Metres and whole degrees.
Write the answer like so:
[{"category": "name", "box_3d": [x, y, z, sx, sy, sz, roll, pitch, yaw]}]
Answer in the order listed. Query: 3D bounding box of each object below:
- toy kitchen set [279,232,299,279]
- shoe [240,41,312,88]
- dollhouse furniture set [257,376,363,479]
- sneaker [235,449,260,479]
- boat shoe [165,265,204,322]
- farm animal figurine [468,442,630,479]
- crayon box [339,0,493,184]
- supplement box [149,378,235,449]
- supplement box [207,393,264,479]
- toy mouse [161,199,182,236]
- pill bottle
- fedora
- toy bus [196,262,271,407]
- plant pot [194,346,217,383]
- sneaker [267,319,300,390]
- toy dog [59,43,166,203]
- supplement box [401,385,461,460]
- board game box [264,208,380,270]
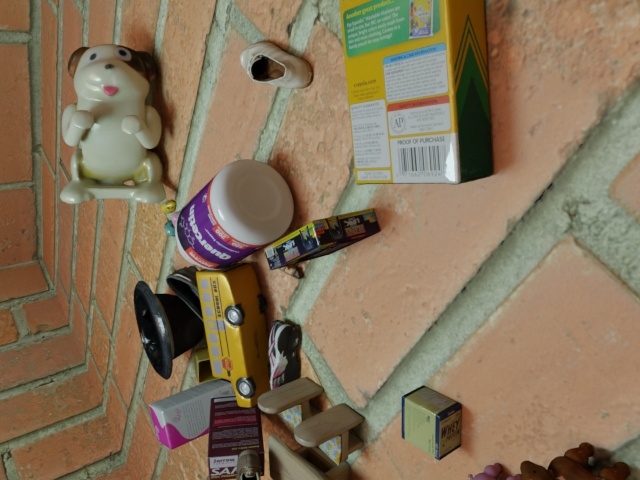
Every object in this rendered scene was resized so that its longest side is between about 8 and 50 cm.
[{"category": "toy kitchen set", "box_3d": [-0.060, 0.037, 1.162, 0.068, 0.075, 0.083, 31, 174, -1]}, {"category": "shoe", "box_3d": [-0.104, -0.348, 1.060, 0.219, 0.058, 0.076, 31, 125, 43]}, {"category": "dollhouse furniture set", "box_3d": [-0.015, 0.548, 1.077, 0.394, 0.257, 0.361, 20, 116, 48]}, {"category": "sneaker", "box_3d": [-0.163, 0.561, 1.197, 0.071, 0.066, 0.188, -110, 17, -68]}, {"category": "boat shoe", "box_3d": [-0.316, 0.182, 1.478, 0.335, 0.096, 0.112, 38, 129, 39]}, {"category": "farm animal figurine", "box_3d": [0.302, 0.449, 0.703, 0.326, 0.172, 0.330, 50, 136, 30]}, {"category": "crayon box", "box_3d": [0.131, -0.245, 0.771, 0.203, 0.083, 0.322, 7, 108, 51]}, {"category": "supplement box", "box_3d": [-0.351, 0.482, 1.518, 0.114, 0.220, 0.111, -5, 97, 53]}, {"category": "supplement box", "box_3d": [-0.208, 0.475, 1.327, 0.239, 0.131, 0.073, -115, 24, -70]}, {"category": "toy mouse", "box_3d": [-0.446, -0.052, 1.623, 0.161, 0.031, 0.143, -11, 93, 53]}, {"category": "pill bottle", "box_3d": [-0.208, -0.041, 1.194, 0.323, 0.182, 0.181, -29, 79, 52]}, {"category": "fedora", "box_3d": [-0.448, 0.252, 1.620, 0.334, 0.153, 0.333, 33, 131, 48]}, {"category": "toy bus", "box_3d": [-0.202, 0.226, 1.303, 0.130, 0.108, 0.332, -2, 100, 29]}, {"category": "plant pot", "box_3d": [-0.330, 0.353, 1.572, 0.083, 0.082, 0.081, 41, 133, 53]}, {"category": "sneaker", "box_3d": [-0.090, 0.264, 1.251, 0.077, 0.072, 0.178, 36, 121, 56]}, {"category": "toy dog", "box_3d": [-0.572, -0.348, 1.538, 0.395, 0.285, 0.407, -94, 9, -62]}, {"category": "supplement box", "box_3d": [0.185, 0.304, 0.903, 0.083, 0.056, 0.083, 15, 113, 50]}, {"category": "board game box", "box_3d": [0.000, 0.000, 0.971, 0.170, 0.141, 0.048, -27, 79, 53]}]
